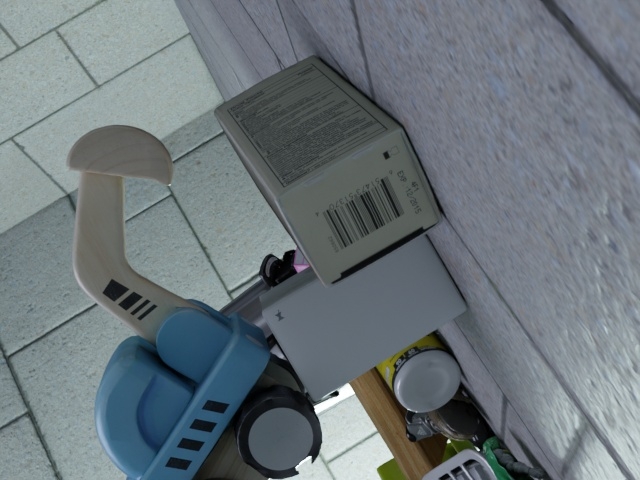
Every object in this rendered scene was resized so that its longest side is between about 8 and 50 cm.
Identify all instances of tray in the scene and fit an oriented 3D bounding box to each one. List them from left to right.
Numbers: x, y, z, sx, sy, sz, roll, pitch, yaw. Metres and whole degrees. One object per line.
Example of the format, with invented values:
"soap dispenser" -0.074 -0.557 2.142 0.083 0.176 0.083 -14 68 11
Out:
"tray" 0.135 0.263 1.948 0.411 0.076 0.203 59 -152 -14

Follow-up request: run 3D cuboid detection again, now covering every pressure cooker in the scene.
"pressure cooker" -0.031 0.224 2.317 0.369 0.420 0.376 8 -127 -51

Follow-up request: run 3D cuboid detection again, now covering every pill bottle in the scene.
"pill bottle" 0.151 0.197 1.689 0.119 0.119 0.208 61 176 -31

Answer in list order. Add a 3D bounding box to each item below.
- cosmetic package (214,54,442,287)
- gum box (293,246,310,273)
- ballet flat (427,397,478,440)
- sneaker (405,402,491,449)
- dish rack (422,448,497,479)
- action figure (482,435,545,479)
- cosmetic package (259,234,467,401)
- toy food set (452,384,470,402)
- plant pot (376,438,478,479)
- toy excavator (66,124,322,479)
"cosmetic package" -0.001 -0.089 1.088 0.129 0.153 0.296 62 177 -31
"gum box" 0.000 0.000 2.009 0.107 0.062 0.189 63 -150 -52
"ballet flat" 0.216 0.302 1.748 0.084 0.058 0.250 13 -164 -19
"sneaker" 0.231 0.354 1.805 0.086 0.132 0.229 60 177 -20
"dish rack" 0.334 0.529 1.719 0.333 0.072 0.285 58 151 15
"action figure" 0.304 0.366 1.393 0.232 0.063 0.137 50 173 49
"cosmetic package" 0.047 0.084 1.276 0.138 0.224 0.224 59 177 -2
"toy food set" 0.211 0.256 1.746 0.122 0.019 0.078 17 -165 -10
"plant pot" 0.286 0.553 2.036 0.228 0.207 0.227 55 180 -37
"toy excavator" -0.201 0.131 1.226 0.445 0.433 0.222 32 -177 -11
